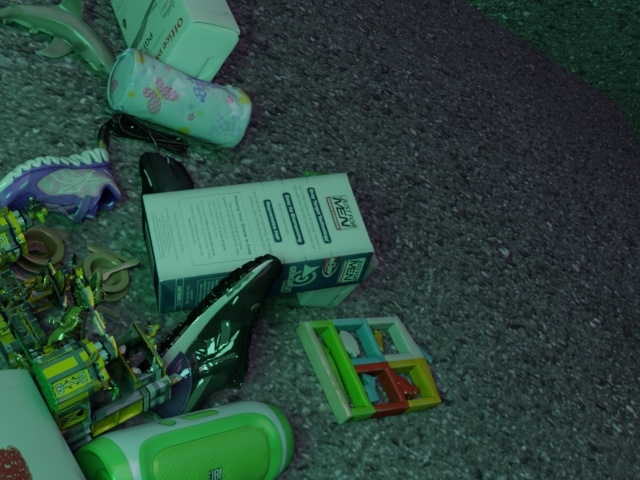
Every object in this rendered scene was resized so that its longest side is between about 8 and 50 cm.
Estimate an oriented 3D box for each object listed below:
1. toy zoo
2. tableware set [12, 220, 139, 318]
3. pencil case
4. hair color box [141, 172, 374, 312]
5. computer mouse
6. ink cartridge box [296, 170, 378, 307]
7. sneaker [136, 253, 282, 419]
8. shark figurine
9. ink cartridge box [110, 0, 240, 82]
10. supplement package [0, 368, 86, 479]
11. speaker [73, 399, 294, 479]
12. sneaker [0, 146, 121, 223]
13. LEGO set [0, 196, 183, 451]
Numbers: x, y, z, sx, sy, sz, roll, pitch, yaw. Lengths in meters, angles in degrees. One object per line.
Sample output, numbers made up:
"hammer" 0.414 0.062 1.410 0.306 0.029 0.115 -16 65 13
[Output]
"toy zoo" 0.106 0.228 1.596 0.293 0.030 0.192 2 52 -43
"tableware set" -0.373 0.029 1.322 0.194 0.039 0.128 25 39 -24
"pencil case" -0.263 -0.266 1.656 0.273 0.124 0.113 15 1 -35
"hair color box" -0.106 0.000 1.435 0.347 0.105 0.174 -8 57 -15
"computer mouse" -0.301 -0.129 1.540 0.184 0.060 0.262 20 41 -31
"ink cartridge box" 0.000 0.000 1.623 0.087 0.153 0.208 5 49 -40
"sneaker" -0.141 0.148 1.285 0.124 0.283 0.107 46 -9 -11
"shark figurine" -0.497 -0.412 1.602 0.278 0.116 0.166 12 44 -39
"ink cartridge box" -0.295 -0.448 1.749 0.117 0.207 0.283 4 51 -41
"supplement package" -0.352 0.300 0.901 0.293 0.175 0.177 55 13 16
"speaker" -0.176 0.295 1.164 0.296 0.131 0.131 -4 57 -47
"sneaker" -0.401 -0.073 1.364 0.236 0.095 0.104 -24 79 -54
"LEGO set" -0.303 0.094 1.114 0.192 0.255 0.331 -25 54 -28
